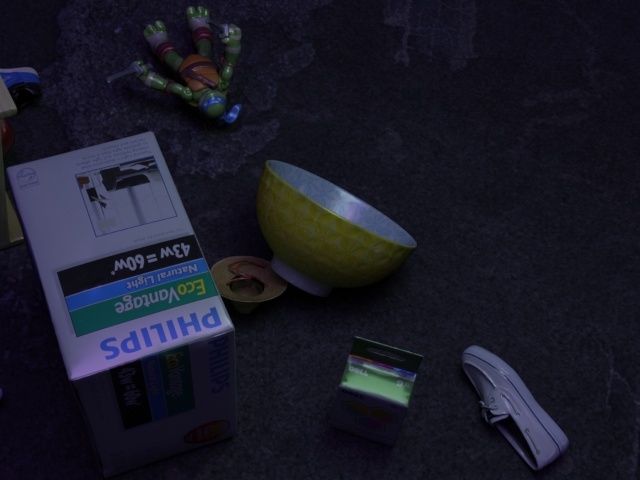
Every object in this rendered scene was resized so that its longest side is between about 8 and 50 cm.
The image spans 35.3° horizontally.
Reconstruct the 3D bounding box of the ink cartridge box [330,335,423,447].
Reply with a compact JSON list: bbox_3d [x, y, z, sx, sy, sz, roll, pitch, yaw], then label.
[{"bbox_3d":[0.083,0.234,1.537,0.109,0.209,0.062,17,56,5],"label":"ink cartridge box"}]

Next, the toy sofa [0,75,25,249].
[{"bbox_3d":[-0.585,-0.124,1.611,0.177,0.362,0.150,-19,61,-25],"label":"toy sofa"}]

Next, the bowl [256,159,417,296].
[{"bbox_3d":[0.000,0.000,1.699,0.289,0.289,0.156,33,102,15],"label":"bowl"}]

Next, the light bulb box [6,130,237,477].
[{"bbox_3d":[-0.287,0.101,1.496,0.225,0.358,0.361,-17,59,-15],"label":"light bulb box"}]

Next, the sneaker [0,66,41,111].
[{"bbox_3d":[-0.602,-0.279,1.893,0.152,0.058,0.084,-9,49,-20],"label":"sneaker"}]

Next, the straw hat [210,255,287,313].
[{"bbox_3d":[-0.125,0.088,1.700,0.145,0.061,0.144,6,30,-3],"label":"straw hat"}]

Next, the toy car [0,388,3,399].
[{"bbox_3d":[-0.586,0.206,1.531,0.188,0.149,0.155,41,53,6],"label":"toy car"}]

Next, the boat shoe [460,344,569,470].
[{"bbox_3d":[0.297,0.267,1.616,0.076,0.083,0.226,-34,67,-26],"label":"boat shoe"}]

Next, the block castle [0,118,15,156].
[{"bbox_3d":[-0.798,-0.231,1.755,0.453,0.213,0.303,-20,72,-11],"label":"block castle"}]

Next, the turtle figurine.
[{"bbox_3d":[-0.255,-0.365,1.887,0.275,0.198,0.266,27,23,-38],"label":"turtle figurine"}]
